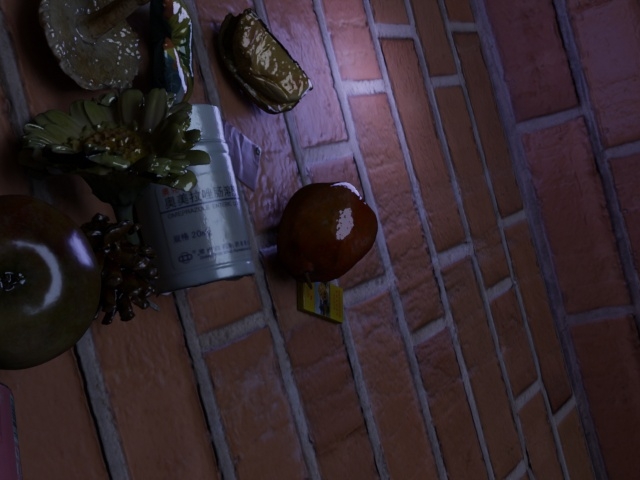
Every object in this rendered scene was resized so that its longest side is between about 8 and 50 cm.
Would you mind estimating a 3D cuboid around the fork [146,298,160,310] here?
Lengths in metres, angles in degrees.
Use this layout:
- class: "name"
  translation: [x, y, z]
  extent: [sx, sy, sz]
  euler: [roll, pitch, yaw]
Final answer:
- class: "fork"
  translation: [-0.327, 0.097, 1.829]
  extent: [0.115, 0.012, 0.016]
  euler: [48, 46, -43]

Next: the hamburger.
- class: "hamburger"
  translation: [-0.132, -0.372, 2.212]
  extent: [0.262, 0.124, 0.131]
  euler: [46, 62, -32]

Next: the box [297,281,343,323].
- class: "box"
  translation: [0.001, 0.132, 2.297]
  extent: [0.155, 0.023, 0.086]
  euler: [24, 61, -50]

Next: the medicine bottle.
- class: "medicine bottle"
  translation: [-0.244, -0.077, 1.852]
  extent: [0.190, 0.190, 0.332]
  euler: [-9, 85, -57]

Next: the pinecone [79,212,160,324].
- class: "pinecone"
  translation: [-0.354, 0.050, 1.655]
  extent: [0.195, 0.179, 0.150]
  euler: [59, 32, -35]

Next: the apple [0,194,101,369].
- class: "apple"
  translation: [-0.437, 0.058, 1.444]
  extent: [0.257, 0.234, 0.256]
  euler: [3, 82, -23]

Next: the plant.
- class: "plant"
  translation: [-0.359, -0.118, 1.654]
  extent: [0.261, 0.297, 0.306]
  euler: [2, 34, -46]

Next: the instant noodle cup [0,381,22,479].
- class: "instant noodle cup"
  translation: [-0.489, 0.323, 1.331]
  extent: [0.244, 0.244, 0.255]
  euler: [25, 50, -51]

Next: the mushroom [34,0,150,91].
- class: "mushroom"
  translation: [-0.364, -0.416, 1.733]
  extent: [0.208, 0.301, 0.233]
  euler: [34, 30, -1]

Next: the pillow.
- class: "pillow"
  translation: [-0.290, -0.367, 1.930]
  extent: [0.214, 0.086, 0.233]
  euler: [88, 0, -77]

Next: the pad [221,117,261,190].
- class: "pad"
  translation: [-0.189, -0.194, 2.149]
  extent: [0.188, 0.006, 0.113]
  euler: [37, 50, -44]

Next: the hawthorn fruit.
- class: "hawthorn fruit"
  translation: [0.000, 0.000, 2.184]
  extent: [0.210, 0.210, 0.262]
  euler: [55, 46, -30]
